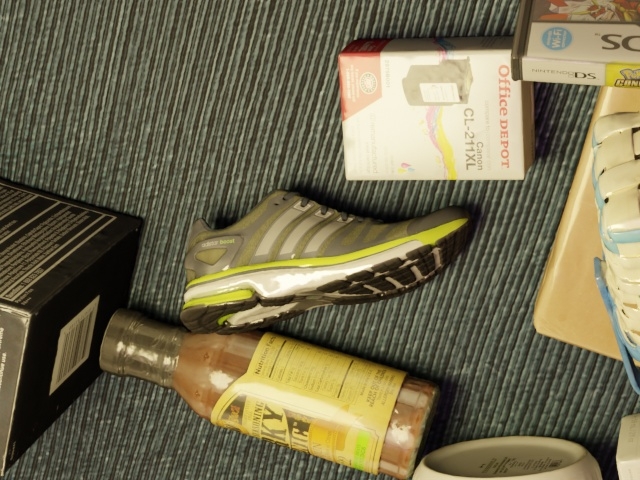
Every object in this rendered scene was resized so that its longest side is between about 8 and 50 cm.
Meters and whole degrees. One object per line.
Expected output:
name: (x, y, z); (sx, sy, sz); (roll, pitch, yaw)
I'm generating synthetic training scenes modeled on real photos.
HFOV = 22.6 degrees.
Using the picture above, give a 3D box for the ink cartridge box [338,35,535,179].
ink cartridge box: (0.113, -0.126, 1.526); (0.175, 0.072, 0.127); (0, 106, 15)

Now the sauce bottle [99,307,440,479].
sauce bottle: (-0.055, 0.149, 1.638); (0.344, 0.111, 0.111); (15, 110, 11)

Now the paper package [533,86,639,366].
paper package: (0.382, -0.021, 1.441); (0.324, 0.168, 0.310); (17, 111, 8)

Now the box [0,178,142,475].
box: (-0.374, 0.058, 1.590); (0.294, 0.296, 0.183); (18, 111, 9)

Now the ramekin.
ramekin: (0.184, 0.263, 1.567); (0.207, 0.207, 0.109); (-3, 96, 15)

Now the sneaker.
sneaker: (0.000, 0.000, 1.575); (0.299, 0.111, 0.121); (-12, 70, 3)

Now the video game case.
video game case: (0.302, -0.240, 1.357); (0.248, 0.275, 0.035); (5, 147, 13)

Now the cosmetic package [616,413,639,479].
cosmetic package: (0.407, 0.208, 1.534); (0.231, 0.117, 0.086); (-12, 105, 17)

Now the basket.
basket: (0.338, 0.018, 1.283); (0.254, 0.201, 0.289); (-17, 137, 20)
